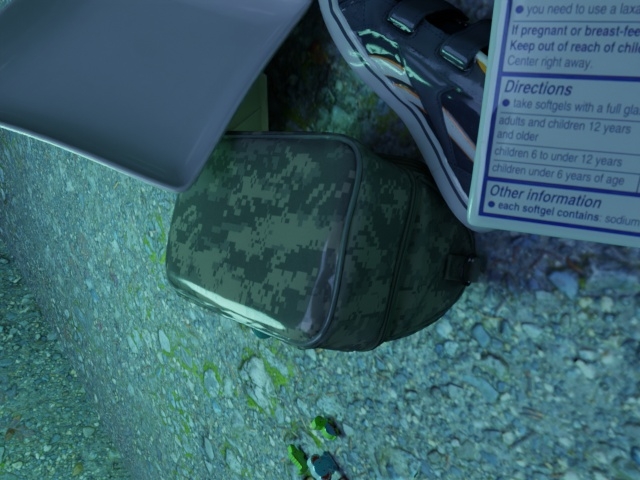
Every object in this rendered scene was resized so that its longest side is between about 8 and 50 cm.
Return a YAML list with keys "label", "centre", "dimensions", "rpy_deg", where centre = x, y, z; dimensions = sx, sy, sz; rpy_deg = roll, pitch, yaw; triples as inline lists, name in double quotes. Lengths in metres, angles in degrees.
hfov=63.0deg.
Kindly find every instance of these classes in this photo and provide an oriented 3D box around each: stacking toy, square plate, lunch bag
- label: "stacking toy"
  centre: [0.023, 0.437, 0.927]
  dimensions: [0.221, 0.052, 0.167]
  rpy_deg: [51, 136, 22]
- label: "square plate"
  centre: [-0.228, -0.229, 0.635]
  dimensions: [0.347, 0.344, 0.049]
  rpy_deg: [20, 151, 10]
- label: "lunch bag"
  centre: [0.000, 0.000, 0.621]
  dimensions: [0.305, 0.256, 0.213]
  rpy_deg: [10, 87, 44]

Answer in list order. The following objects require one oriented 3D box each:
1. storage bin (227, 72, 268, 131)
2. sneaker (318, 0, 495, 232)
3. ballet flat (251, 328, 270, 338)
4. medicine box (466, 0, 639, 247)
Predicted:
- label: "storage bin"
  centre: [-0.209, -0.199, 0.803]
  dimensions: [0.262, 0.123, 0.260]
  rpy_deg: [42, 154, 20]
- label: "sneaker"
  centre: [0.128, -0.169, 0.509]
  dimensions: [0.321, 0.126, 0.127]
  rpy_deg: [55, 143, 1]
- label: "ballet flat"
  centre: [-0.089, 0.082, 0.904]
  dimensions: [0.074, 0.074, 0.203]
  rpy_deg: [40, 138, 31]
- label: "medicine box"
  centre: [0.242, -0.142, 0.297]
  dimensions: [0.263, 0.149, 0.289]
  rpy_deg: [10, 110, 21]
